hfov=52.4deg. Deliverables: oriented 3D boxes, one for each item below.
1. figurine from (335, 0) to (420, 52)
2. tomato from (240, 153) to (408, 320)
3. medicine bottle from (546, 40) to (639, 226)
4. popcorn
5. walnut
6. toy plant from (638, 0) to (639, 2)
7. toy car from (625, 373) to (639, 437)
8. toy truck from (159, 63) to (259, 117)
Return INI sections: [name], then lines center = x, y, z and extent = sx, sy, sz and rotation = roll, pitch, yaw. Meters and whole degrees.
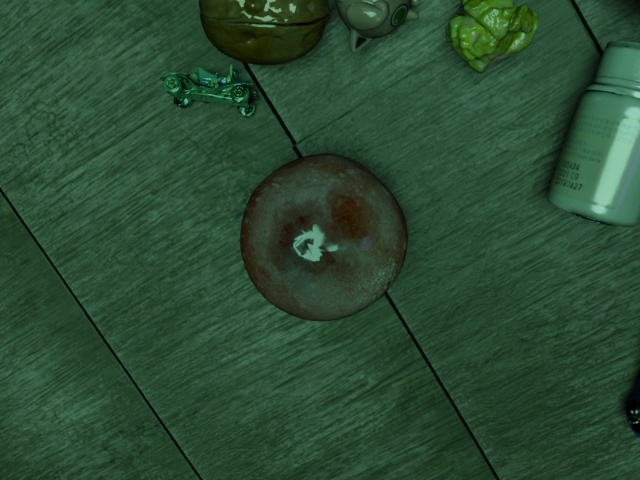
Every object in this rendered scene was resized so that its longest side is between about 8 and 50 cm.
[figurine]
center = 0.082, -0.370, 0.994
extent = 0.138, 0.125, 0.125
rotation = -36, 96, -13
[tomato]
center = 0.000, 0.000, 1.034
extent = 0.271, 0.227, 0.270
rotation = 2, 100, 9
[medicine bottle]
center = 0.452, -0.159, 0.987
extent = 0.144, 0.143, 0.257
rotation = 16, 105, 3
[popcorn]
center = 0.250, -0.325, 0.976
extent = 0.126, 0.145, 0.126
rotation = -39, 103, 7
[walnut]
center = -0.087, -0.356, 1.002
extent = 0.207, 0.167, 0.167
rotation = 5, 103, 8
[toy plant]
center = 0.649, -0.364, 0.888
extent = 0.356, 0.210, 0.317
rotation = -40, 88, 13
[toy car]
center = 0.586, 0.240, 1.099
extent = 0.103, 0.063, 0.216
rotation = 12, 109, 5
[toy truck]
center = -0.181, -0.259, 1.079
extent = 0.154, 0.080, 0.077
rotation = 9, 82, 5
